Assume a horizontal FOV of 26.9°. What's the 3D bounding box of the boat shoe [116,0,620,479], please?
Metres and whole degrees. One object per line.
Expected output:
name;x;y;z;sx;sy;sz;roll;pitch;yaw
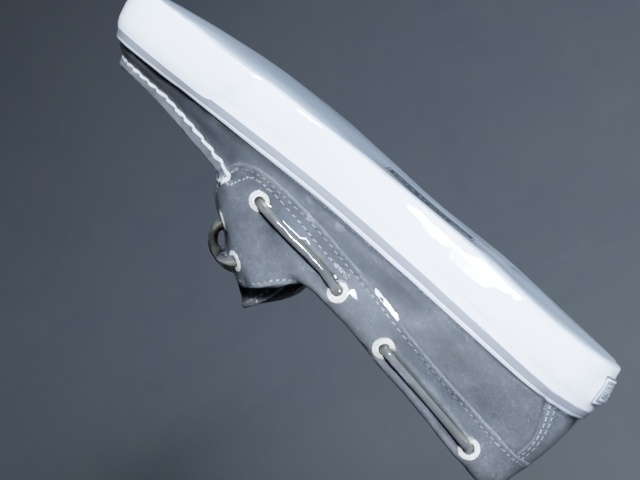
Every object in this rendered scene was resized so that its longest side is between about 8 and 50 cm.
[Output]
boat shoe;0.000;0.000;0.490;0.076;0.228;0.080;-51;-8;9
